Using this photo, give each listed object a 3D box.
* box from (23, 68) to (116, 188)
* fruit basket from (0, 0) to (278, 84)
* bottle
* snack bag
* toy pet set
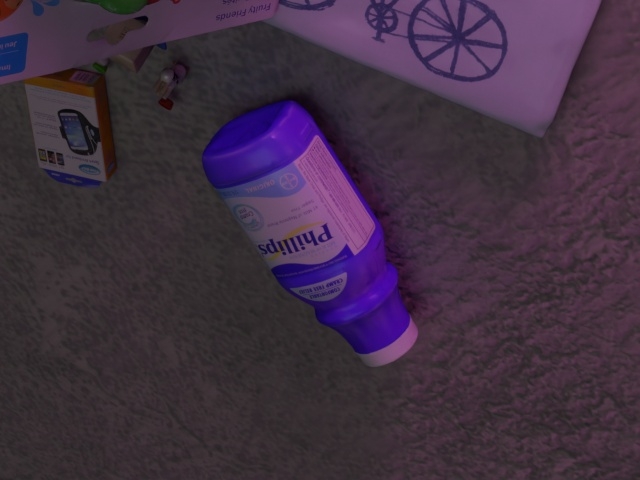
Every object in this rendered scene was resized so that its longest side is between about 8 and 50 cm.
[{"bbox_3d":[-0.255,-0.115,1.624,0.081,0.028,0.136,13,134,16],"label":"box"},{"bbox_3d":[-0.122,-0.274,1.190,0.165,0.327,0.353,43,137,35],"label":"fruit basket"},{"bbox_3d":[0.000,0.000,1.549,0.118,0.092,0.283,-16,119,34],"label":"bottle"},{"bbox_3d":[0.094,-0.276,1.311,0.323,0.037,0.342,24,131,5],"label":"snack bag"},{"bbox_3d":[-0.182,-0.194,1.515,0.122,0.065,0.114,29,169,5],"label":"toy pet set"}]
